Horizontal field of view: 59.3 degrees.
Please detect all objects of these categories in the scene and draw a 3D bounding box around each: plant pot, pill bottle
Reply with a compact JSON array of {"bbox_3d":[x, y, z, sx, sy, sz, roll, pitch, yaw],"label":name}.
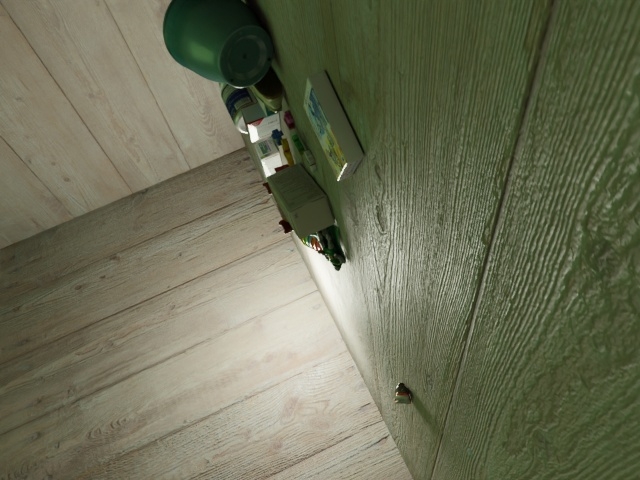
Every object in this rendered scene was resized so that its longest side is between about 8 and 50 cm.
[{"bbox_3d":[-0.280,-0.582,1.644,0.255,0.272,0.271,43,161,36],"label":"plant pot"},{"bbox_3d":[-0.330,-0.594,2.372,0.153,0.153,0.264,78,167,-62],"label":"pill bottle"}]

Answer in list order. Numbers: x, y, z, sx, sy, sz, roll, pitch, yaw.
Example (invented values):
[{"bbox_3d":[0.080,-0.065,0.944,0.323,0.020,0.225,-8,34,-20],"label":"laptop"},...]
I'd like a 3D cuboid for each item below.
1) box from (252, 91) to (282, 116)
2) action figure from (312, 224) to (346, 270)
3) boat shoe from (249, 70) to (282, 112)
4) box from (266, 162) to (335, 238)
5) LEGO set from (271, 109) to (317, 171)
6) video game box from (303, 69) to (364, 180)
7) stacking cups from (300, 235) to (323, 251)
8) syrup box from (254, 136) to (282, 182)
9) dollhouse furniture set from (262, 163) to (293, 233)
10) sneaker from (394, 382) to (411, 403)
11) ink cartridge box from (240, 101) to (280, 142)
[{"bbox_3d":[-0.214,-0.554,1.992,0.100,0.060,0.244,75,168,-54],"label":"box"},{"bbox_3d":[0.034,0.032,2.001,0.137,0.063,0.232,10,147,32],"label":"action figure"},{"bbox_3d":[-0.208,-0.532,1.832,0.089,0.105,0.285,83,162,-59],"label":"boat shoe"},{"bbox_3d":[-0.074,-0.146,1.982,0.311,0.148,0.121,-122,10,-56],"label":"box"},{"bbox_3d":[-0.099,-0.320,1.801,0.227,0.087,0.093,62,173,22],"label":"LEGO set"},{"bbox_3d":[0.025,-0.249,1.255,0.187,0.048,0.205,110,135,-84],"label":"video game box"},{"bbox_3d":[0.000,0.000,2.236,0.096,0.096,0.316,67,168,-13],"label":"stacking cups"},{"bbox_3d":[-0.241,-0.379,2.681,0.237,0.096,0.093,79,165,-68],"label":"syrup box"},{"bbox_3d":[-0.153,-0.200,2.369,0.374,0.152,0.201,-127,15,-63],"label":"dollhouse furniture set"},{"bbox_3d":[0.292,0.539,1.986,0.158,0.061,0.064,81,-170,-64],"label":"sneaker"},{"bbox_3d":[-0.225,-0.455,2.133,0.175,0.128,0.072,98,148,-77],"label":"ink cartridge box"}]
